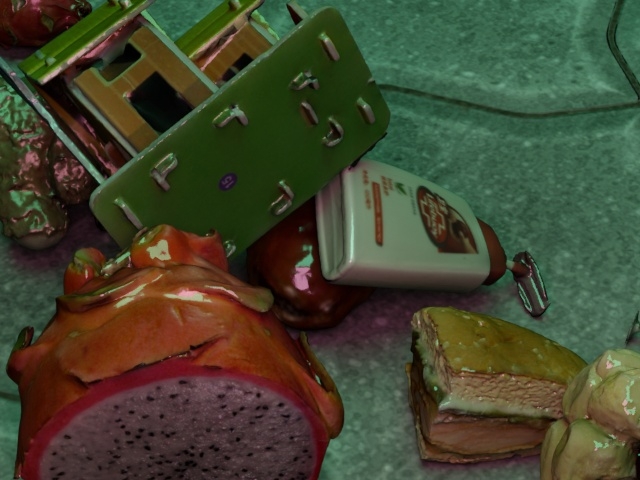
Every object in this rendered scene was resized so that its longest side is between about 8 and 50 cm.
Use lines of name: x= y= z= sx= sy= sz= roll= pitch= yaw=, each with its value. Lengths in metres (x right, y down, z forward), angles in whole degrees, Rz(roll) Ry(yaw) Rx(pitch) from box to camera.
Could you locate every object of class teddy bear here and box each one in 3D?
teddy bear: x=-0.270 y=-0.137 z=1.874 sx=0.256 sy=0.156 sz=0.267 roll=-20 pitch=40 yaw=-10

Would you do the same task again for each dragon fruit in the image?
dragon fruit: x=-0.142 y=0.129 z=1.534 sx=0.305 sy=0.305 sz=0.226 roll=-5 pitch=42 yaw=-10
dragon fruit: x=-0.372 y=-0.308 z=2.095 sx=0.166 sy=0.133 sz=0.136 roll=11 pitch=37 yaw=9

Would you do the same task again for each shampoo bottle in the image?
shampoo bottle: x=0.125 y=0.006 z=1.765 sx=0.284 sy=0.071 sz=0.153 roll=15 pitch=51 yaw=-30

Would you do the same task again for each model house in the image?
model house: x=-0.172 y=-0.190 z=1.643 sx=0.300 sy=0.340 sz=0.323 roll=-40 pitch=51 yaw=-6

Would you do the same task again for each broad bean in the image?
broad bean: x=0.002 y=-0.001 z=1.809 sx=0.156 sy=0.122 sz=0.228 roll=20 pitch=48 yaw=8

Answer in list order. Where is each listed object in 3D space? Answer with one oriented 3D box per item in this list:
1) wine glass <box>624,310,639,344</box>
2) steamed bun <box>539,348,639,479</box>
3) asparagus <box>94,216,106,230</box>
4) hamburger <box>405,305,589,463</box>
wine glass: x=0.373 y=0.109 z=1.787 sx=0.083 sy=0.039 sz=0.042 roll=22 pitch=44 yaw=12
steamed bun: x=0.299 y=0.212 z=1.572 sx=0.177 sy=0.192 sz=0.106 roll=38 pitch=19 yaw=-4
asparagus: x=-0.237 y=-0.067 z=1.924 sx=0.036 sy=0.030 sz=0.165 roll=6 pitch=44 yaw=1
hamburger: x=0.195 y=0.135 z=1.674 sx=0.207 sy=0.135 sz=0.155 roll=2 pitch=45 yaw=-6
